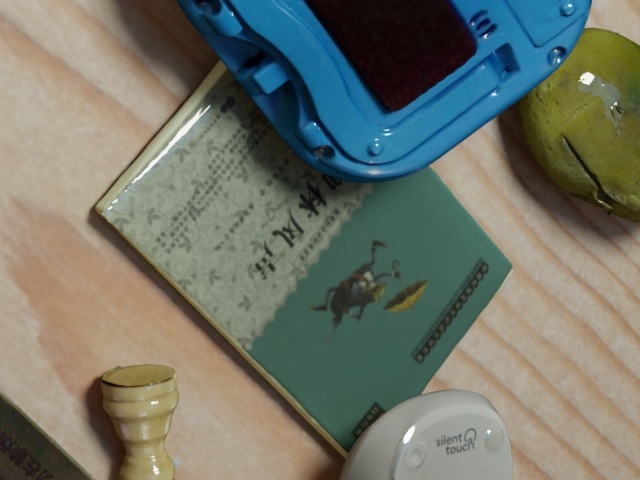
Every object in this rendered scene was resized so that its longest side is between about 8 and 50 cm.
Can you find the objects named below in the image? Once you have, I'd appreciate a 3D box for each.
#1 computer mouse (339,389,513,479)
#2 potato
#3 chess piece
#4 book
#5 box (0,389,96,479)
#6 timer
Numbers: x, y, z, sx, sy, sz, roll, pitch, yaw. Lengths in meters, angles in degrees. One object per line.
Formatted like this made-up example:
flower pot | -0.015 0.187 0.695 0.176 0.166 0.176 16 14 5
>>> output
computer mouse | 0.088 0.279 1.484 0.184 0.121 0.297 -10 102 -34
potato | 0.299 -0.111 1.575 0.248 0.143 0.169 34 66 -30
chess piece | -0.152 0.172 1.359 0.066 0.066 0.122 -10 106 -32
book | 0.000 0.000 1.457 0.379 0.031 0.264 46 71 -27
box | -0.343 0.260 1.249 0.325 0.047 0.180 -51 118 -20
timer | 0.054 -0.224 1.324 0.309 0.115 0.340 -36 118 5
